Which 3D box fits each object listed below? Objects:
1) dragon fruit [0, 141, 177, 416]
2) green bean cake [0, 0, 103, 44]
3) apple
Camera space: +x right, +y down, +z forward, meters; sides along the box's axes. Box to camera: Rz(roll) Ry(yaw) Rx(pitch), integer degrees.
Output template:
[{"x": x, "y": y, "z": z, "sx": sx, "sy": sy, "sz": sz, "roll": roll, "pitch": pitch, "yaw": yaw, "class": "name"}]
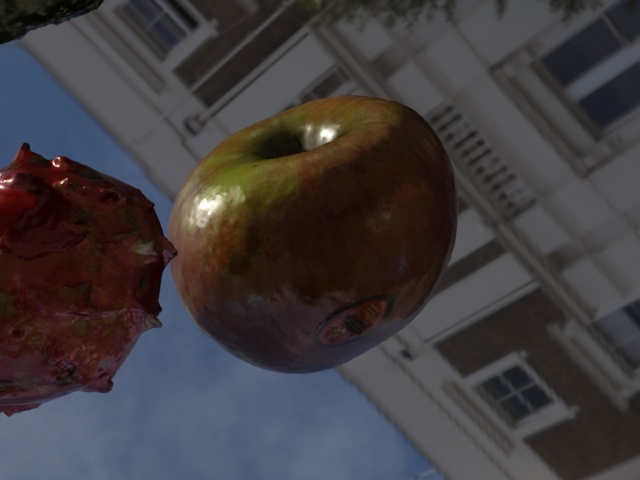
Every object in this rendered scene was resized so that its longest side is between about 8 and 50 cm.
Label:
[{"x": -0.246, "y": 0.050, "z": 1.030, "sx": 0.268, "sy": 0.205, "sz": 0.210, "roll": -46, "pitch": -36, "yaw": -23, "class": "dragon fruit"}, {"x": -0.340, "y": -0.302, "z": 0.911, "sx": 0.335, "sy": 0.319, "sz": 0.218, "roll": -17, "pitch": -129, "yaw": -23, "class": "green bean cake"}, {"x": 0.000, "y": 0.000, "z": 1.259, "sx": 0.277, "sy": 0.309, "sz": 0.250, "roll": -70, "pitch": -38, "yaw": -58, "class": "apple"}]
